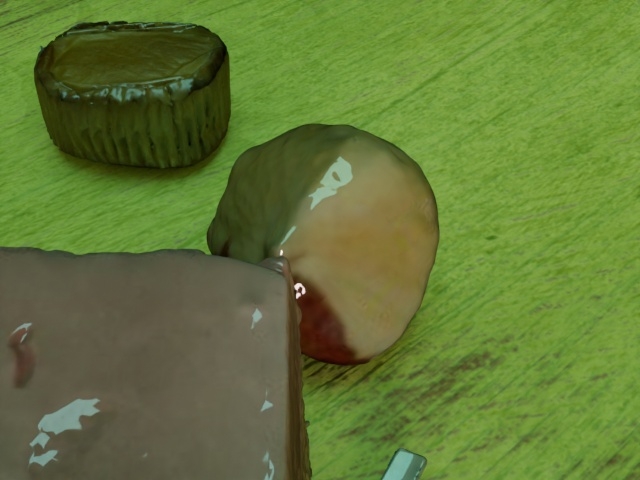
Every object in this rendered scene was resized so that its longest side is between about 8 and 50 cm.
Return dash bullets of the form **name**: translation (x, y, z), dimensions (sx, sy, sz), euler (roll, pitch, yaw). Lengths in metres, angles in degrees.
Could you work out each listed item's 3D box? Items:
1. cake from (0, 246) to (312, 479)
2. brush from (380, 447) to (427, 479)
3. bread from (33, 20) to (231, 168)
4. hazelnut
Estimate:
- **cake**: translation (-0.147, 0.194, 0.699), dimensions (0.314, 0.307, 0.293), euler (-2, 47, -3)
- **brush**: translation (0.044, 0.271, 0.826), dimensions (0.033, 0.030, 0.179), euler (27, 61, 15)
- **bread**: translation (-0.248, -0.197, 1.209), dimensions (0.253, 0.143, 0.228), euler (1, 46, 4)
- **hazelnut**: translation (0.000, 0.000, 0.937), dimensions (0.261, 0.261, 0.241), euler (32, 17, 27)
